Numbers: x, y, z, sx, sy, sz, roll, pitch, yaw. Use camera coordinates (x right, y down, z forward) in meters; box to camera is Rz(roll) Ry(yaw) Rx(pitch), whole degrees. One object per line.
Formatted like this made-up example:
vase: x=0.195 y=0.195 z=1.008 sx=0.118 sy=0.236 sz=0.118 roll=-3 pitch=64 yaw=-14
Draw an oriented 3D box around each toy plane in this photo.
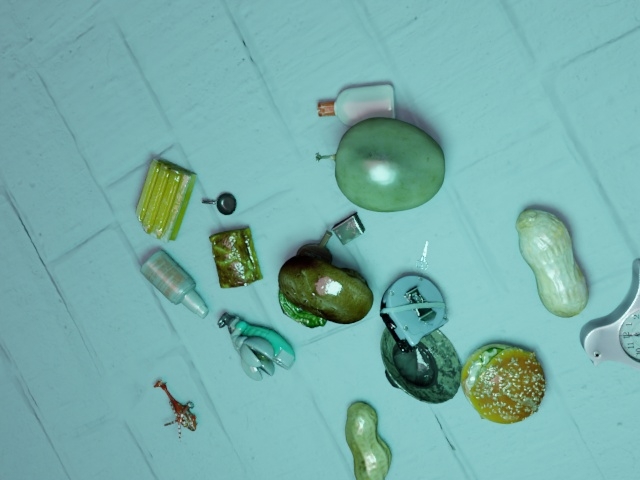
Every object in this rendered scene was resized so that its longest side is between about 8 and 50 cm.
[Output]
toy plane: x=-0.480 y=0.554 z=2.010 sx=0.194 sy=0.077 sz=0.126 roll=32 pitch=102 yaw=17

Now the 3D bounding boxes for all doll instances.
doll: x=-0.203 y=0.336 z=1.875 sx=0.258 sy=0.195 sz=0.153 roll=20 pitch=68 yaw=37

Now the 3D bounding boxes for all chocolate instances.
chocolate: x=0.611 y=0.058 z=1.597 sx=0.134 sy=0.134 sz=0.309 roll=-23 pitch=91 yaw=18

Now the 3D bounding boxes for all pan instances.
pan: x=-0.310 y=-0.115 z=1.879 sx=0.115 sy=0.023 sz=0.069 roll=8 pitch=101 yaw=11

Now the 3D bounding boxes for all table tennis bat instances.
table tennis bat: x=0.000 y=0.000 z=1.822 sx=0.107 sy=0.119 sz=0.170 roll=23 pitch=132 yaw=-10

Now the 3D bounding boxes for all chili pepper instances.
chili pepper: x=-0.063 y=0.213 z=1.851 sx=0.182 sy=0.050 sz=0.073 roll=33 pitch=113 yaw=11

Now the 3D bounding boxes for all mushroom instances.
mushroom: x=0.015 y=0.141 z=1.715 sx=0.297 sy=0.278 sz=0.163 roll=9 pitch=82 yaw=53

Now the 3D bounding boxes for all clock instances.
clock: x=0.826 y=0.198 z=1.587 sx=0.275 sy=0.080 sz=0.291 roll=-4 pitch=97 yaw=16

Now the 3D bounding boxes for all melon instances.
melon: x=0.175 y=-0.198 z=1.616 sx=0.307 sy=0.271 sz=0.272 roll=28 pitch=105 yaw=15

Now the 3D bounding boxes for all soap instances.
soap: x=-0.489 y=-0.124 z=1.902 sx=0.140 sy=0.073 sz=0.232 roll=25 pitch=105 yaw=12

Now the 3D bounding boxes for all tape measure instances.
tape measure: x=0.255 y=0.190 z=1.689 sx=0.182 sy=0.107 sz=0.181 roll=-32 pitch=78 yaw=-27

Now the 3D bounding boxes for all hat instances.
hat: x=0.258 y=0.357 z=1.732 sx=0.265 sy=0.265 sz=0.128 roll=47 pitch=138 yaw=4

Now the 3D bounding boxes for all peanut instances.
peanut: x=0.144 y=0.618 z=1.825 sx=0.125 sy=0.111 sz=0.275 roll=-12 pitch=96 yaw=12

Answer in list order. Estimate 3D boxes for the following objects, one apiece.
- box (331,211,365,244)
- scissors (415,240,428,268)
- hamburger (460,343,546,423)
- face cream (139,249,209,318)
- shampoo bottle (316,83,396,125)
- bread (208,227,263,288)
box: x=0.084 y=-0.033 z=1.768 sx=0.084 sy=0.060 sz=0.063 roll=-32 pitch=94 yaw=16
scissors: x=0.298 y=0.042 z=1.746 sx=0.036 sy=0.006 sz=0.083 roll=15 pitch=102 yaw=11
hamburger: x=0.502 y=0.394 z=1.670 sx=0.236 sy=0.147 sz=0.237 roll=1 pitch=94 yaw=10
face cream: x=-0.448 y=0.148 z=1.920 sx=0.251 sy=0.101 sz=0.101 roll=43 pitch=107 yaw=5
shampoo bottle: x=0.100 y=-0.376 z=1.711 sx=0.220 sy=0.051 sz=0.108 roll=-2 pitch=101 yaw=15
bread: x=-0.262 y=0.054 z=1.852 sx=0.131 sy=0.103 sz=0.172 roll=-9 pitch=100 yaw=23
